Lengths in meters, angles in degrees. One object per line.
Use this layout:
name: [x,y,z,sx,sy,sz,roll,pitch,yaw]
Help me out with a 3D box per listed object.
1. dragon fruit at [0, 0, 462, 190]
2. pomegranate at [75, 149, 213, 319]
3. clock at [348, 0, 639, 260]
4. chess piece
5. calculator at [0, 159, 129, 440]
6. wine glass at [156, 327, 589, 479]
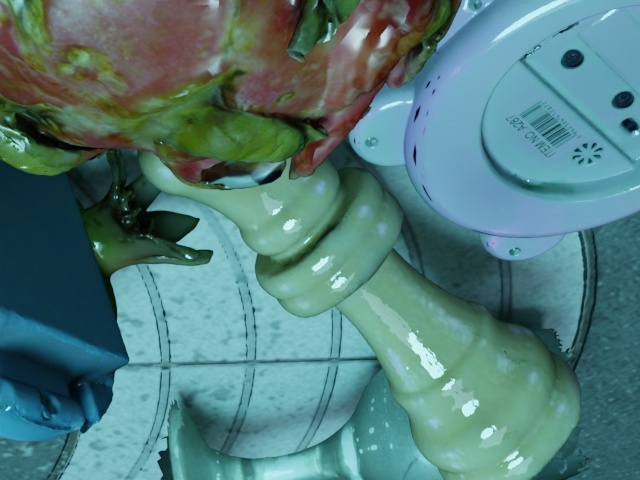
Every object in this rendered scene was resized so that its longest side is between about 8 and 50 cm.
dragon fruit: [-0.062,-0.142,0.554,0.269,0.250,0.291,-29,146,25]
pomegranate: [-0.168,0.018,0.758,0.191,0.152,0.131,-21,157,5]
clock: [0.155,-0.100,0.733,0.248,0.090,0.227,-36,129,27]
chess piece: [0.000,0.000,0.752,0.117,0.117,0.397,-35,113,25]
calculator: [-0.181,-0.035,0.612,0.051,0.293,0.173,-29,155,12]
wine glass: [0.043,0.156,0.943,0.321,0.143,0.143,-15,135,5]
